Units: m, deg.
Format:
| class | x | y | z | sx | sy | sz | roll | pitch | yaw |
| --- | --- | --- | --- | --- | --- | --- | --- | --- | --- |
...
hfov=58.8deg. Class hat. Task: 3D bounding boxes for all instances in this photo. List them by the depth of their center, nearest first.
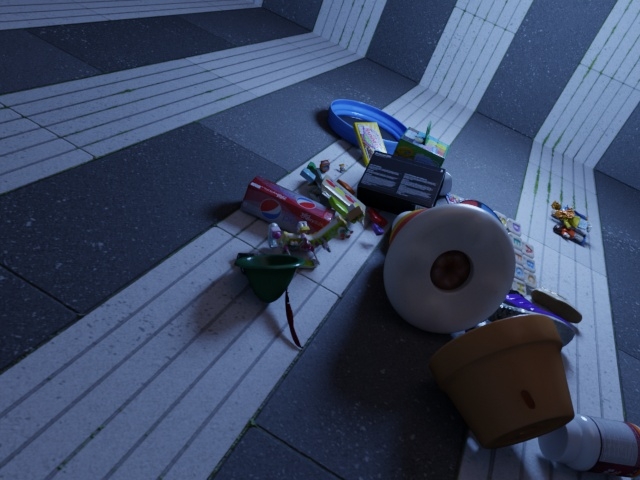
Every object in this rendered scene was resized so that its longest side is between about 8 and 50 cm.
| class | x | y | z | sx | sy | sz | roll | pitch | yaw |
| --- | --- | --- | --- | --- | --- | --- | --- | --- | --- |
| hat | -0.120 | 0.139 | 1.369 | 0.172 | 0.184 | 0.208 | 0 | 8 | 2 |

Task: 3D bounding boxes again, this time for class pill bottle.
| class | x | y | z | sx | sy | sz | roll | pitch | yaw |
| --- | --- | --- | --- | --- | --- | --- | --- | --- | --- |
| pill bottle | 0.610 | 0.455 | 1.269 | 0.221 | 0.121 | 0.121 | 13 | 32 | -15 |

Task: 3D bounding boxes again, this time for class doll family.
| class | x | y | z | sx | sy | sz | roll | pitch | yaw |
| --- | --- | --- | --- | --- | --- | --- | --- | --- | --- |
| doll family | 1.070 | -0.104 | 2.440 | 0.163 | 0.118 | 0.263 | 26 | 31 | 4 |

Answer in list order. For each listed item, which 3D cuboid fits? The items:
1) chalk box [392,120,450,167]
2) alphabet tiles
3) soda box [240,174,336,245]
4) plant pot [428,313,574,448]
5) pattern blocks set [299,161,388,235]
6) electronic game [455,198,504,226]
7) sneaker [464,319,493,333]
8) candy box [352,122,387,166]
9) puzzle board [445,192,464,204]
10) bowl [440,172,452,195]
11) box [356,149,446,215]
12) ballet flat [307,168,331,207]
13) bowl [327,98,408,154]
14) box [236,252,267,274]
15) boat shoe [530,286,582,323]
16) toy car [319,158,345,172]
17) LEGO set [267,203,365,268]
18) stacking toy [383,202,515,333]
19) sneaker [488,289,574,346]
| class | x | y | z | sx | sy | sz | roll | pitch | yaw |
| --- | --- | --- | --- | --- | --- | --- | --- | --- | --- |
| chalk box | 0.358 | -0.294 | 2.092 | 0.179 | 0.289 | 0.180 | 27 | 31 | 6 |
| alphabet tiles | 0.613 | 0.043 | 1.857 | 0.277 | 0.021 | 0.284 | 24 | 56 | -26 |
| soda box | -0.094 | -0.089 | 1.665 | 0.263 | 0.092 | 0.083 | 25 | 28 | 1 |
| plant pot | 0.407 | 0.316 | 1.225 | 0.290 | 0.291 | 0.204 | 4 | 52 | -30 |
| pattern blocks set | 0.073 | -0.129 | 1.789 | 0.325 | 0.026 | 0.285 | 42 | 19 | 0 |
| electronic game | 0.494 | -0.026 | 1.774 | 0.229 | 0.048 | 0.229 | 12 | 62 | -23 |
| sneaker | 0.477 | 0.245 | 1.557 | 0.188 | 0.067 | 0.078 | 7 | 41 | -20 |
| candy box | 0.207 | -0.391 | 2.302 | 0.105 | 0.027 | 0.206 | -4 | 64 | -24 |
| puzzle board | 0.550 | -0.151 | 2.271 | 0.096 | 0.011 | 0.128 | 16 | 32 | -13 |
| bowl | 0.448 | -0.239 | 2.248 | 0.142 | 0.142 | 0.053 | 38 | 78 | 22 |
| box | 0.276 | -0.186 | 1.946 | 0.261 | 0.103 | 0.184 | 18 | 58 | 14 |
| ballet flat | -0.010 | -0.174 | 1.882 | 0.068 | 0.072 | 0.213 | -17 | 39 | -9 |
| bowl | 0.213 | -0.504 | 2.526 | 0.391 | 0.077 | 0.391 | 17 | 32 | -11 |
| box | -0.167 | 0.061 | 1.458 | 0.083 | 0.018 | 0.067 | 5 | 36 | -28 |
| boat shoe | 0.764 | 0.200 | 1.822 | 0.170 | 0.063 | 0.059 | 35 | 39 | 20 |
| toy car | 0.051 | -0.271 | 2.084 | 0.122 | 0.060 | 0.041 | -5 | 72 | -29 |
| LEGO set | 0.000 | 0.000 | 1.555 | 0.286 | 0.132 | 0.107 | -13 | 48 | -14 |
| stacking toy | 0.310 | 0.026 | 1.645 | 0.350 | 0.351 | 0.480 | 17 | 12 | -11 |
| sneaker | 0.596 | 0.210 | 1.658 | 0.293 | 0.102 | 0.146 | 20 | 30 | -5 |
